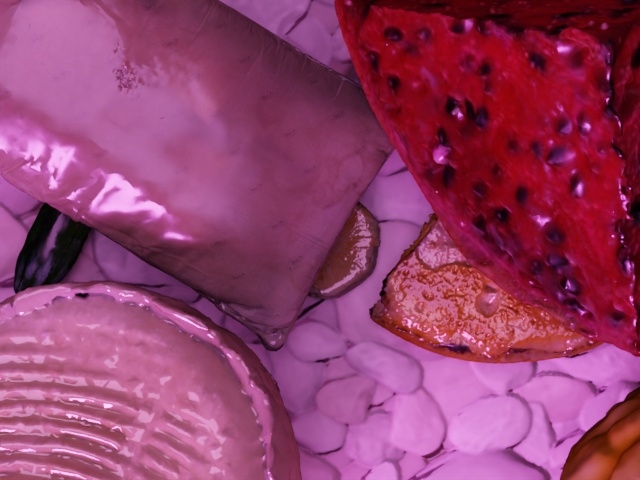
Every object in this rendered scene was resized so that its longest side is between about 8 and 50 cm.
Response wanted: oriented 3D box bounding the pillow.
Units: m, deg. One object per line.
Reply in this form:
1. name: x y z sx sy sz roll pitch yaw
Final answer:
1. pillow: -0.110 -0.080 1.009 0.302 0.075 0.185 31 86 -7

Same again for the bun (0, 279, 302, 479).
1. bun: -0.135 0.154 0.979 0.259 0.152 0.259 0 70 1

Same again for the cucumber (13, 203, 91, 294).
1. cucumber: -0.172 -0.021 1.063 0.039 0.039 0.168 24 82 6

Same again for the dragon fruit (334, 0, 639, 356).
1. dragon fruit: 0.224 -0.104 0.950 0.330 0.240 0.302 -28 89 -9

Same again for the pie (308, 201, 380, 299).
1. pie: 0.000 0.000 1.059 0.084 0.020 0.084 0 84 2

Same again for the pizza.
1. pizza: 0.114 0.033 1.040 0.160 0.036 0.099 5 83 3

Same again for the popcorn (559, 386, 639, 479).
1. popcorn: 0.255 0.179 0.922 0.249 0.249 0.225 -31 95 -1
